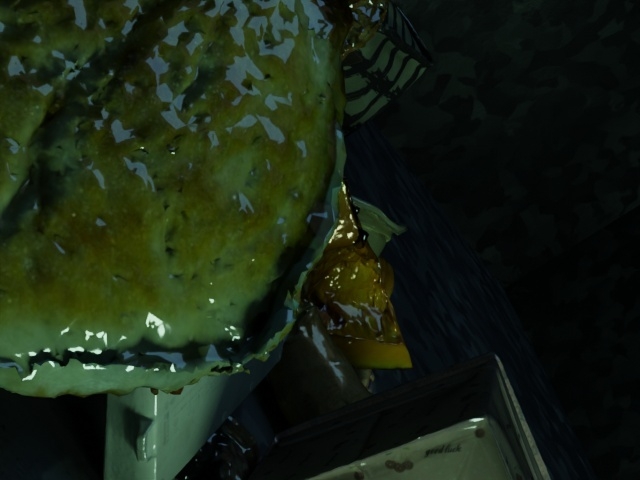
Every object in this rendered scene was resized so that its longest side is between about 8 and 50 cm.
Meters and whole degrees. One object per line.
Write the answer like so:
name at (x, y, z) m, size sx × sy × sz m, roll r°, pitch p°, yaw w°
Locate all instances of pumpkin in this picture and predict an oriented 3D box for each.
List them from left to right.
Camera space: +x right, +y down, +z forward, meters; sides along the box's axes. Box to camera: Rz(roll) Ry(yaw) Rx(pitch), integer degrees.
pumpkin at (-0.013, 0.042, 1.487) m, size 0.148 × 0.169 × 0.312 m, roll -115°, pitch -178°, yaw -59°

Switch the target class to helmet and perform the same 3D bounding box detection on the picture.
helmet at (0.001, 0.004, 1.658) m, size 0.204 × 0.137 × 0.257 m, roll 18°, pitch -3°, yaw 27°

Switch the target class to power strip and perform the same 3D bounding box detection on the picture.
power strip at (-0.092, 0.093, 0.975) m, size 0.270 × 0.046 × 0.118 m, roll -44°, pitch 142°, yaw -58°

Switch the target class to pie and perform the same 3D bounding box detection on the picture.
pie at (-0.177, -0.100, 0.776) m, size 0.418 × 0.180 × 0.395 m, roll 23°, pitch 72°, yaw -27°

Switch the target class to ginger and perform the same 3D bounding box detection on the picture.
ginger at (0.073, 0.236, 1.304) m, size 0.236 × 0.166 × 0.375 m, roll 26°, pitch 38°, yaw -51°

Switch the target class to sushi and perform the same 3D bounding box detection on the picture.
sushi at (-0.081, 0.198, 1.053) m, size 0.219 × 0.047 × 0.231 m, roll 45°, pitch 17°, yaw -44°

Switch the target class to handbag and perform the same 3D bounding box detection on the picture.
handbag at (-0.019, -0.236, 1.753) m, size 0.162 × 0.325 × 0.327 m, roll 55°, pitch 10°, yaw 10°

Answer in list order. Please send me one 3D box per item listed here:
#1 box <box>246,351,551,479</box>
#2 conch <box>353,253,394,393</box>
box at (0.093, 0.280, 0.998) m, size 0.190 × 0.225 × 0.297 m, roll -31°, pitch 99°, yaw -78°
conch at (0.047, 0.110, 1.709) m, size 0.093 × 0.109 × 0.330 m, roll 18°, pitch 44°, yaw -5°
